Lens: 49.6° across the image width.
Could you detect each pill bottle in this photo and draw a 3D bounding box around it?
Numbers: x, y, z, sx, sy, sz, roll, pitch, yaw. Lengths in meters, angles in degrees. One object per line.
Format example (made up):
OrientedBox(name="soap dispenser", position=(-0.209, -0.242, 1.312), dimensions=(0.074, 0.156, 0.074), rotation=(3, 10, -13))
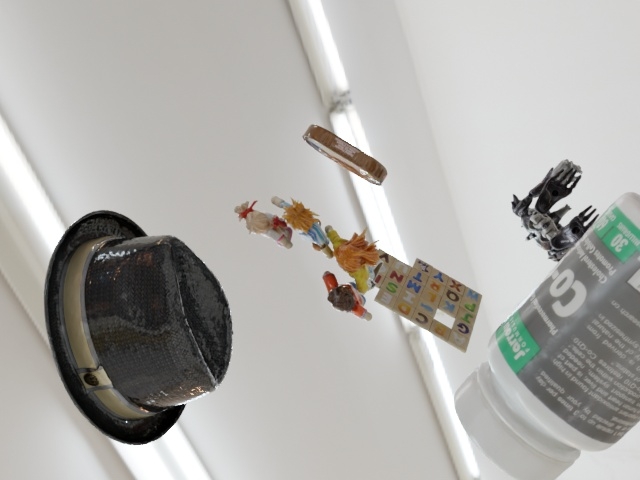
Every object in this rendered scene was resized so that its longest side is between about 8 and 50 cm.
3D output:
OrientedBox(name="pill bottle", position=(0.348, 0.135, 0.885), dimensions=(0.204, 0.361, 0.204), rotation=(31, -158, -14))

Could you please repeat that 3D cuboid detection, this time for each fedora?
OrientedBox(name="fedora", position=(-0.220, 0.108, 0.957), dimensions=(0.334, 0.153, 0.334), rotation=(-12, -90, -71))

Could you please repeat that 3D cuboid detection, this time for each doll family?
OrientedBox(name="doll family", position=(0.000, 0.000, 1.019), dimensions=(0.118, 0.263, 0.163), rotation=(-50, -11, 2))

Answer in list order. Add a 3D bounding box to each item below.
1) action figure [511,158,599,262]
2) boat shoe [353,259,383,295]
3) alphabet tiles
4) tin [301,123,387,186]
OrientedBox(name="action figure", position=(0.417, -0.043, 1.190), dimensions=(0.164, 0.141, 0.276), rotation=(58, -173, 8))
OrientedBox(name="boat shoe", position=(0.088, 0.077, 1.301), dimensions=(0.100, 0.035, 0.035), rotation=(-61, -34, -7))
OrientedBox(name="alphabet tiles", position=(0.202, 0.103, 1.374), dimensions=(0.009, 0.237, 0.198), rotation=(-63, -5, 36))
OrientedBox(name="tin", position=(0.050, -0.172, 1.390), dimensions=(0.040, 0.190, 0.106), rotation=(-58, -6, 2))
